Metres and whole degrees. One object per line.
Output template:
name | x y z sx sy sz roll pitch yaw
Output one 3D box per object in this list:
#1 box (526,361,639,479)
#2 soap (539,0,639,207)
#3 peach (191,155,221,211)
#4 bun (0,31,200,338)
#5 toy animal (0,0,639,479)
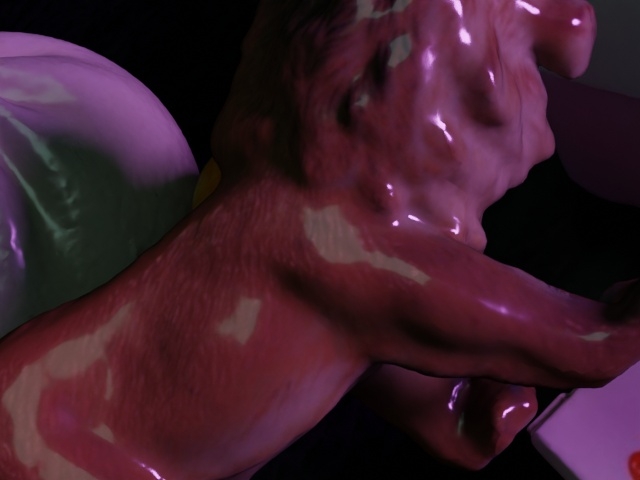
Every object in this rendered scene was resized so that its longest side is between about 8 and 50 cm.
box | 0.240 0.092 0.368 0.214 0.069 0.353 -47 50 5
soap | 0.187 -0.151 0.523 0.095 0.173 0.289 30 71 36
peach | 0.000 -0.001 0.533 0.100 0.101 0.101 -10 53 14
bun | -0.132 -0.009 0.580 0.172 0.120 0.173 -9 55 13
toy animal | -0.019 0.026 0.446 0.312 0.097 0.157 -41 85 6
